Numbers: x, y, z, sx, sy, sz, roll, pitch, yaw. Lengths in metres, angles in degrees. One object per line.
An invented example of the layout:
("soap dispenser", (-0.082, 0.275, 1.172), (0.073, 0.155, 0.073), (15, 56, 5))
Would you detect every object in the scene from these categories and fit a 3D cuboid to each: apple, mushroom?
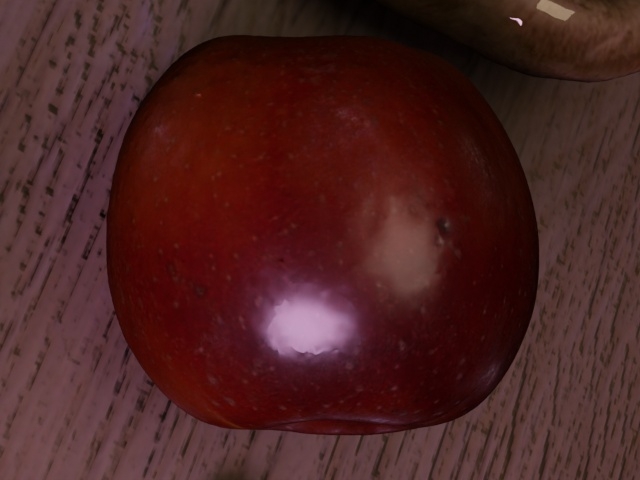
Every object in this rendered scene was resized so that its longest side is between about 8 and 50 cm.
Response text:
("apple", (0.000, 0.000, 0.754), (0.218, 0.218, 0.201), (2, 86, -34))
("mushroom", (0.118, -0.210, 0.888), (0.278, 0.146, 0.278), (8, 68, -20))
